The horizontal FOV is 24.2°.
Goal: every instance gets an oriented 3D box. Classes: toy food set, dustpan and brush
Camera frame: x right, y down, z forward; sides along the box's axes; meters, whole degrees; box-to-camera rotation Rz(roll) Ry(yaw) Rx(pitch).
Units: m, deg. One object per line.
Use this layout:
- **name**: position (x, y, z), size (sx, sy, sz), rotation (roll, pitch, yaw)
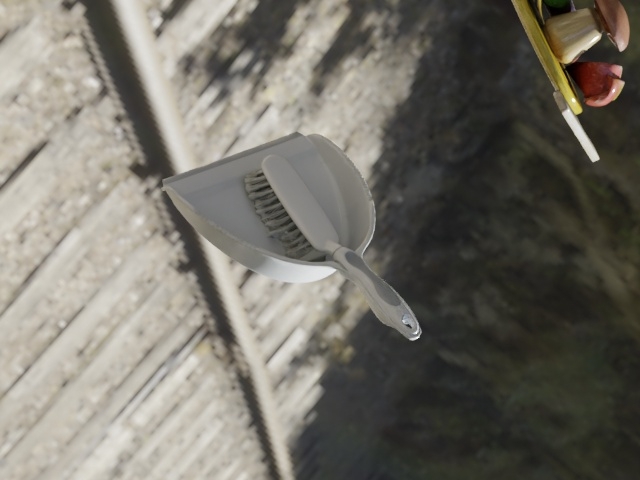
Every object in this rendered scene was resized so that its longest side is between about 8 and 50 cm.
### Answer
- **toy food set**: position (0.194, -0.171, 1.141), size (0.071, 0.218, 0.128), rotation (-26, 148, 13)
- **dustpan and brush**: position (0.000, 0.000, 1.088), size (0.147, 0.211, 0.060), rotation (-23, 158, -35)
